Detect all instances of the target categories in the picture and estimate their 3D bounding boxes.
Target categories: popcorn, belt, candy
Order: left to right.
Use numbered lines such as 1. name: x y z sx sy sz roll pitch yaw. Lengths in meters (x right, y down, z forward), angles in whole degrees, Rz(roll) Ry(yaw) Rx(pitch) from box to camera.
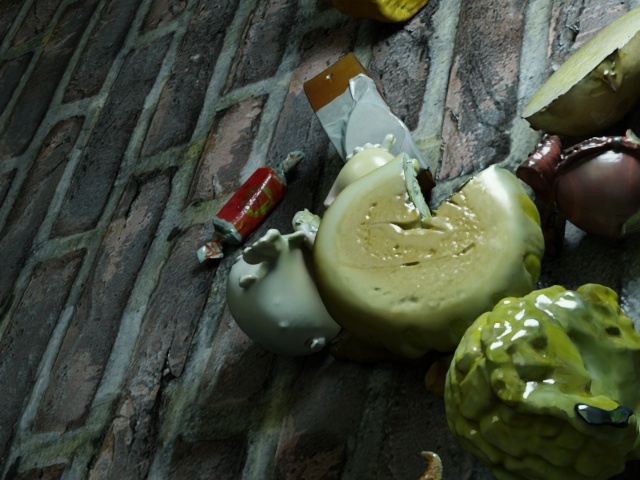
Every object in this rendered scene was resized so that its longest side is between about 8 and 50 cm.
1. candy: -0.133 -0.068 2.309 0.292 0.059 0.086 -50 36 -15
2. belt: 0.088 -0.187 2.103 0.122 0.217 0.339 -33 45 8
3. popcorn: 0.295 0.190 1.506 0.292 0.237 0.293 4 36 -3

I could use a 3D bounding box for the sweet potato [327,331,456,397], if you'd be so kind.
1. sweet potato: 0.114 0.164 1.821 0.285 0.085 0.112 6 68 44

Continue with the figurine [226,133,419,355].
1. figurine: 0.000 0.000 1.898 0.394 0.274 0.226 -49 62 12

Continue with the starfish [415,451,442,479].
1. starfish: 0.044 0.435 1.590 0.375 0.094 0.327 -49 39 -5

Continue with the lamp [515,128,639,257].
1. lamp: 0.401 -0.071 1.767 0.223 0.215 0.151 19 44 28

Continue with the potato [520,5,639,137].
1. potato: 0.455 -0.254 1.916 0.239 0.116 0.299 -40 6 48

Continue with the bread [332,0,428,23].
1. bread: 0.154 -0.615 2.444 0.204 0.337 0.358 32 76 28

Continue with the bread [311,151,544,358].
1. bread: 0.152 0.031 1.735 0.333 0.160 0.333 -8 60 15
